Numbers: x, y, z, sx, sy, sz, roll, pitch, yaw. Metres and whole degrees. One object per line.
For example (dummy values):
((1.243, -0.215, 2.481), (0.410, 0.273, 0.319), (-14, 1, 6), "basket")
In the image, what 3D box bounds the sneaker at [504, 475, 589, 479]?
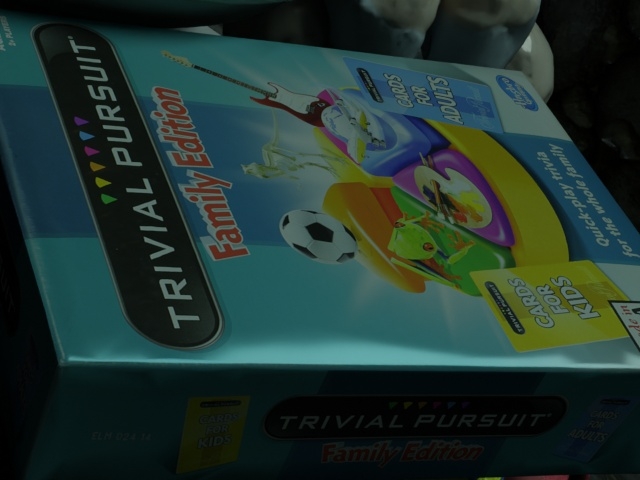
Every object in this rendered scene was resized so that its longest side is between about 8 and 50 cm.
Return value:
((0.160, 0.127, 1.123), (0.136, 0.116, 0.314), (59, 23, 2), "sneaker")

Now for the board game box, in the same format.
((0.000, 0.000, 0.719), (0.336, 0.079, 0.254), (3, 39, -28), "board game box")

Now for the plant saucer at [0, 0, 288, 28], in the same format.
((-0.176, -0.217, 0.875), (0.400, 0.100, 0.400), (20, 27, -10), "plant saucer")

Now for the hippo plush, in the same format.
((0.033, -0.040, 0.984), (0.234, 0.294, 0.236), (26, 49, -50), "hippo plush")

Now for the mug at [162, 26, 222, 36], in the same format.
((-0.102, -0.135, 1.123), (0.062, 0.078, 0.064), (-3, 34, -28), "mug")

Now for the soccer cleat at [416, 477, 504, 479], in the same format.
((0.068, 0.141, 0.823), (0.121, 0.093, 0.289), (54, 16, -3), "soccer cleat")
